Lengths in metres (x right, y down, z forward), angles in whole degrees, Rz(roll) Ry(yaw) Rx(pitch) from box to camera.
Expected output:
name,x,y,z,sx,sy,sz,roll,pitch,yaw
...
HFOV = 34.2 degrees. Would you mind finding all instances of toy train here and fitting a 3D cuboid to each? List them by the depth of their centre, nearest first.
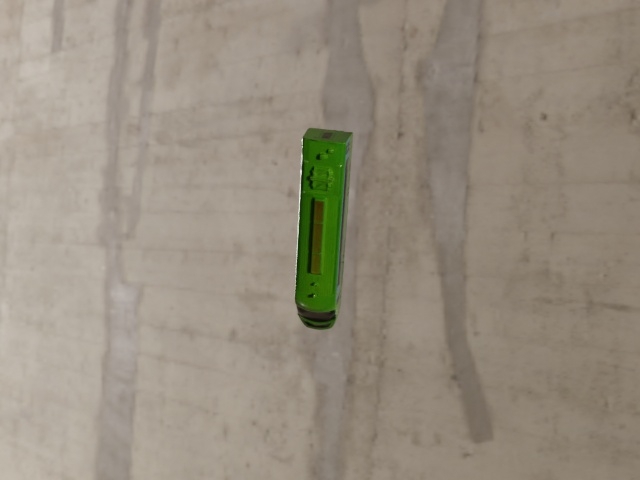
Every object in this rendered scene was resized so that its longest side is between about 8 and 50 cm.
name,x,y,z,sx,sy,sz,roll,pitch,yaw
toy train,0.000,0.000,0.992,0.044,0.042,0.209,7,-67,10
